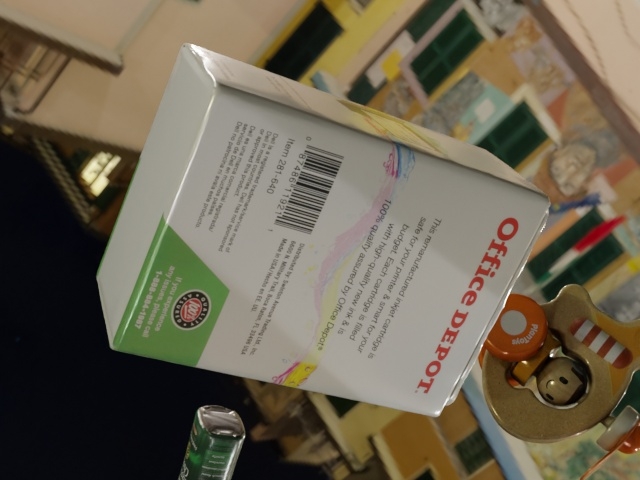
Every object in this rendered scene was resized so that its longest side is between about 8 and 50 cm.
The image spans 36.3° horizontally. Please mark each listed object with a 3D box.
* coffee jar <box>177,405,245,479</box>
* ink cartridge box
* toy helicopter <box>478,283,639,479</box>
[{"bbox_3d":[-0.183,0.368,1.577,0.079,0.184,0.096,10,-162,-20],"label":"coffee jar"},{"bbox_3d":[0.000,0.000,0.736,0.278,0.201,0.117,16,-161,-25],"label":"ink cartridge box"},{"bbox_3d":[0.378,0.153,1.212,0.140,0.355,0.235,73,177,-63],"label":"toy helicopter"}]
